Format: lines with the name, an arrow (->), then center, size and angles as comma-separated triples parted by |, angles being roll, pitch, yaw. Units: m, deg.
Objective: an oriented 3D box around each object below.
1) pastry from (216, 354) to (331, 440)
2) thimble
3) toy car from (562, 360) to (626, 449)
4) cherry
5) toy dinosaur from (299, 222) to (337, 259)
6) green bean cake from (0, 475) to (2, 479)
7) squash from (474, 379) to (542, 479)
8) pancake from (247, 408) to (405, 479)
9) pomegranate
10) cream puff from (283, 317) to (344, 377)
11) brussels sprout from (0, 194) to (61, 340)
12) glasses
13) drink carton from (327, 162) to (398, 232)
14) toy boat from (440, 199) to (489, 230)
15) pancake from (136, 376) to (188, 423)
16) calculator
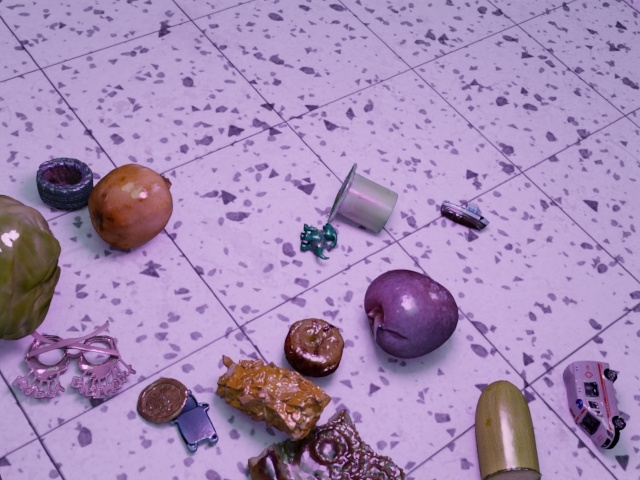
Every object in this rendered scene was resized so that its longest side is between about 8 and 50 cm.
pastry -> -0.107, 0.326, 1.788 | 0.250, 0.102, 0.154 | 25, 48, 26
thimble -> -0.634, -0.139, 2.053 | 0.135, 0.090, 0.118 | 1, 53, -12
toy car -> 0.636, 0.382, 1.930 | 0.108, 0.089, 0.209 | 8, 50, -5
cherry -> 0.206, 0.170, 1.943 | 0.266, 0.183, 0.213 | 2, 60, -30
toy dinosaur -> 0.000, 0.000, 2.109 | 0.096, 0.059, 0.132 | 6, 44, -14
green bean cake -> -0.749, 0.527, 1.472 | 0.301, 0.169, 0.307 | 10, 53, -5
squash -> 0.406, 0.421, 1.830 | 0.133, 0.132, 0.247 | 6, 50, -8
pancake -> 0.068, 0.532, 1.708 | 0.427, 0.066, 0.305 | 39, 53, 20
pomegranate -> -0.452, -0.081, 1.981 | 0.207, 0.207, 0.207 | 6, 52, -8
cream puff -> -0.015, 0.249, 1.895 | 0.149, 0.084, 0.149 | 9, 51, -11
brussels sprout -> -0.679, 0.065, 1.760 | 0.247, 0.328, 0.328 | 26, 51, -6
glasses -> -0.526, 0.261, 1.772 | 0.256, 0.095, 0.162 | -1, 58, -9
drink carton -> 0.117, -0.102, 2.158 | 0.142, 0.144, 0.146 | 26, 42, -3
toy boat -> 0.395, -0.076, 2.245 | 0.140, 0.059, 0.066 | 26, 70, 5
pancake -> -0.341, 0.344, 1.784 | 0.115, 0.011, 0.114 | -3, 50, 3
calculator -> -0.276, 0.385, 1.776 | 0.094, 0.019, 0.141 | -18, 57, -24
